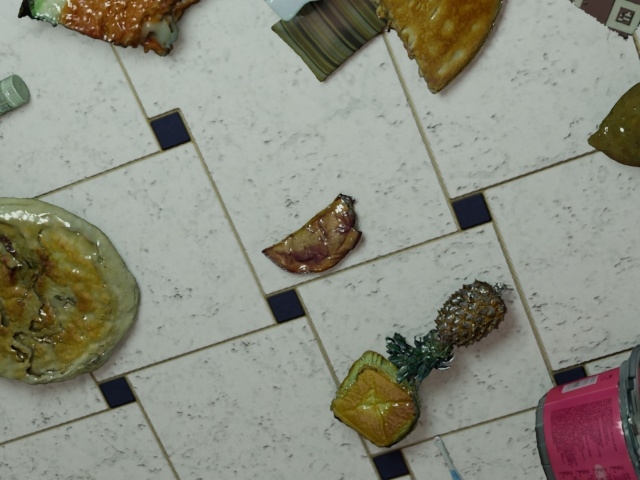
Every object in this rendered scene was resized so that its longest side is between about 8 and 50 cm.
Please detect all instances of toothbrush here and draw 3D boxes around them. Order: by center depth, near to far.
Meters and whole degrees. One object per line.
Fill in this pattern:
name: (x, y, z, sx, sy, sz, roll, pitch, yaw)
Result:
toothbrush: (0.224, 0.390, 2.018, 0.014, 0.017, 0.162, -24, 104, 10)

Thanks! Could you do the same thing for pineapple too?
pineapple: (0.196, 0.133, 1.873, 0.221, 0.083, 0.103, -40, 72, 14)

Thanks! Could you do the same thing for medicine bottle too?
medicine bottle: (-0.482, -0.211, 1.826, 0.083, 0.047, 0.047, -24, 108, 15)

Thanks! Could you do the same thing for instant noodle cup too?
instant noodle cup: (0.437, 0.300, 1.847, 0.181, 0.258, 0.302, -16, 139, 28)

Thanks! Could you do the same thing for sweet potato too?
sweet potato: (0.567, -0.221, 1.671, 0.422, 0.130, 0.130, -32, 106, 11)

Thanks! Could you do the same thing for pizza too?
pizza: (0.156, -0.320, 1.687, 0.193, 0.053, 0.201, 25, 112, -33)

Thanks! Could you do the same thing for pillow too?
pillow: (0.039, -0.326, 1.725, 0.203, 0.038, 0.113, -37, 107, 20)

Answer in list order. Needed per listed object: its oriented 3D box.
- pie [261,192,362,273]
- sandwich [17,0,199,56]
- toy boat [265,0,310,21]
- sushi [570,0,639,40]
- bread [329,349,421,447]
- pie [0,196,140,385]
pie: (0.000, 0.000, 1.868, 0.170, 0.034, 0.092, -39, 100, 19)
sandwich: (-0.257, -0.379, 1.703, 0.212, 0.109, 0.292, 35, 115, -15)
toy boat: (0.029, -0.425, 1.632, 0.290, 0.100, 0.199, -40, 79, 18)
sushi: (0.366, -0.418, 1.647, 0.279, 0.043, 0.193, 32, 112, -7)
bread: (0.096, 0.252, 1.944, 0.140, 0.069, 0.128, 33, 111, -4)
pie: (-0.458, 0.083, 1.929, 0.339, 0.077, 0.339, 2, 113, 5)
